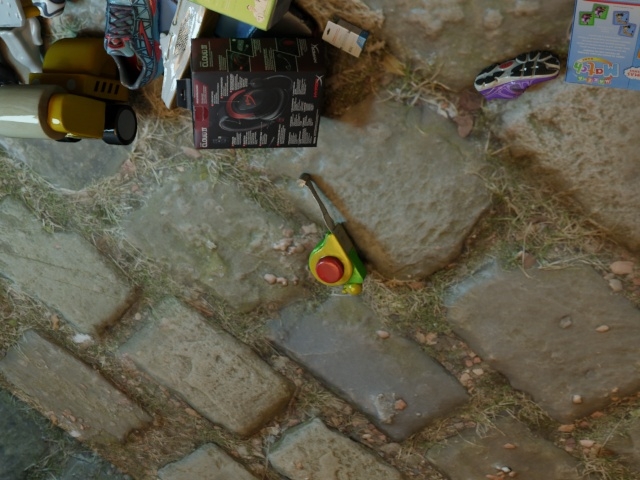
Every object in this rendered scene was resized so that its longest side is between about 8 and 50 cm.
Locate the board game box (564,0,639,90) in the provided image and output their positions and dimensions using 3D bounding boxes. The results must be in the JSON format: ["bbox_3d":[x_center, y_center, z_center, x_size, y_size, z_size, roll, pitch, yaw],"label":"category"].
[{"bbox_3d":[0.524,-0.368,1.482,0.160,0.039,0.211,11,132,18],"label":"board game box"}]

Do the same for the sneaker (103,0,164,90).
[{"bbox_3d":[-0.392,-0.430,1.741,0.104,0.125,0.262,4,129,20],"label":"sneaker"}]

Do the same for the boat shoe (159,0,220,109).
[{"bbox_3d":[-0.285,-0.405,1.742,0.096,0.098,0.277,31,120,9],"label":"boat shoe"}]

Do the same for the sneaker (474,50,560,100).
[{"bbox_3d":[0.380,-0.308,1.606,0.170,0.068,0.071,-6,142,41],"label":"sneaker"}]

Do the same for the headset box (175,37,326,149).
[{"bbox_3d":[-0.147,-0.298,1.726,0.293,0.110,0.218,-3,143,-8],"label":"headset box"}]

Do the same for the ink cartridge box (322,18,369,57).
[{"bbox_3d":[0.050,-0.409,1.688,0.083,0.028,0.048,27,136,1],"label":"ink cartridge box"}]

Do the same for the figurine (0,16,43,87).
[{"bbox_3d":[-0.739,-0.439,2.024,0.215,0.092,0.209,7,140,20],"label":"figurine"}]

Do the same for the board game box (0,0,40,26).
[{"bbox_3d":[-0.713,-0.630,1.694,0.390,0.050,0.390,16,125,48],"label":"board game box"}]

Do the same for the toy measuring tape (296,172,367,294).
[{"bbox_3d":[0.000,0.000,2.030,0.121,0.121,0.330,-18,111,37],"label":"toy measuring tape"}]

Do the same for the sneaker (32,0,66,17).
[{"bbox_3d":[-0.638,-0.606,1.815,0.235,0.094,0.153,39,126,3],"label":"sneaker"}]

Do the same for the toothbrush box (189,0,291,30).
[{"bbox_3d":[-0.192,-0.508,1.557,0.283,0.206,0.122,20,116,1],"label":"toothbrush box"}]

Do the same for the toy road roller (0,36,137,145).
[{"bbox_3d":[-0.563,-0.340,1.871,0.202,0.329,0.240,5,95,21],"label":"toy road roller"}]

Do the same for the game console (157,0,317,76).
[{"bbox_3d":[-0.240,-0.452,1.774,0.386,0.060,0.342,38,135,-10],"label":"game console"}]
